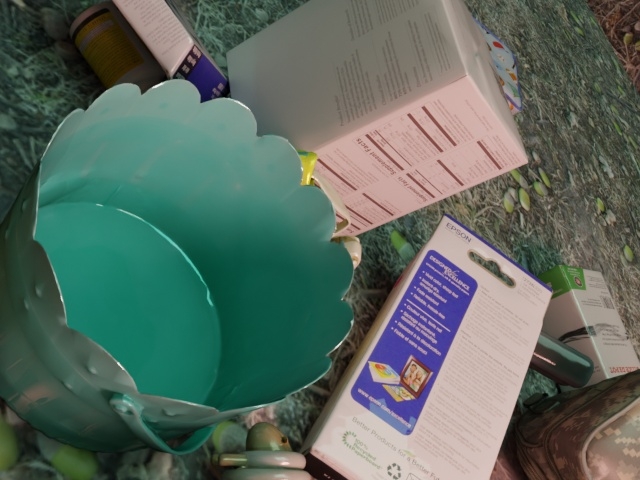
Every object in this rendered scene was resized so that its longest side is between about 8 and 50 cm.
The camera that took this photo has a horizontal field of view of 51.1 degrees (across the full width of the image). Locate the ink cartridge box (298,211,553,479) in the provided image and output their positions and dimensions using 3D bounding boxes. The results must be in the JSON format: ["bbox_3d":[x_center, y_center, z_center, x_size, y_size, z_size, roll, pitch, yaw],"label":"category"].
[{"bbox_3d":[0.134,0.141,0.753,0.176,0.069,0.371,36,53,0],"label":"ink cartridge box"}]

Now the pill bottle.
[{"bbox_3d":[-0.206,-0.187,0.708,0.116,0.065,0.065,55,39,0],"label":"pill bottle"}]

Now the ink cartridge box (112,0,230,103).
[{"bbox_3d":[-0.154,-0.210,0.705,0.224,0.045,0.223,56,3,-2],"label":"ink cartridge box"}]

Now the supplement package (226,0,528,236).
[{"bbox_3d":[0.060,-0.155,0.771,0.198,0.263,0.199,31,42,-52],"label":"supplement package"}]

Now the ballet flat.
[{"bbox_3d":[0.000,0.000,0.699,0.077,0.077,0.231,-87,160,-49],"label":"ballet flat"}]

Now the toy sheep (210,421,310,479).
[{"bbox_3d":[-0.049,0.223,0.571,0.091,0.091,0.132,16,67,-39],"label":"toy sheep"}]

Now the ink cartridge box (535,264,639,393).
[{"bbox_3d":[0.441,0.156,1.121,0.153,0.087,0.208,11,56,-42],"label":"ink cartridge box"}]

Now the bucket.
[{"bbox_3d":[-0.127,0.032,0.542,0.281,0.183,0.281,25,48,-32],"label":"bucket"}]

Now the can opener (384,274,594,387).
[{"bbox_3d":[0.215,0.124,0.879,0.280,0.074,0.093,25,83,-1],"label":"can opener"}]

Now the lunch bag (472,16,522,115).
[{"bbox_3d":[0.255,-0.349,1.267,0.303,0.115,0.243,31,43,-27],"label":"lunch bag"}]

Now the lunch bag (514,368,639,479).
[{"bbox_3d":[0.396,0.326,0.834,0.213,0.256,0.305,-30,83,-14],"label":"lunch bag"}]
